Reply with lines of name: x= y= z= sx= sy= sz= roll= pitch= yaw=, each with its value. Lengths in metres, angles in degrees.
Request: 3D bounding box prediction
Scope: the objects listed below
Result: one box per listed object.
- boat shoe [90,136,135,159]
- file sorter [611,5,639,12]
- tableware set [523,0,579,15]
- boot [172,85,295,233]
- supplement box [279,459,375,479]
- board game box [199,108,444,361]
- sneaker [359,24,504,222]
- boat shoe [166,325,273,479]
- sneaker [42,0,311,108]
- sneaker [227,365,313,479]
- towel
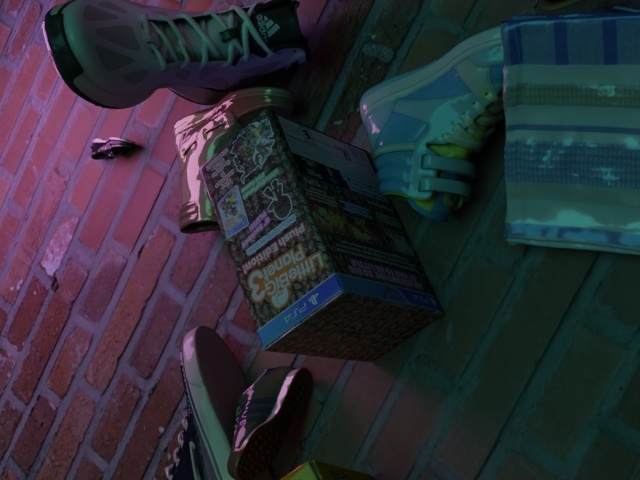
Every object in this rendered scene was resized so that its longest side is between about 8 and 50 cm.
boat shoe: x=-0.394 y=-0.172 z=1.685 sx=0.125 sy=0.046 sz=0.038 roll=3 pitch=81 yaw=42
file sorter: x=0.415 y=-0.279 z=1.032 sx=0.118 sy=0.104 sz=0.170 roll=27 pitch=97 yaw=40
tableware set: x=0.300 y=-0.337 z=1.096 sx=0.128 sy=0.039 sz=0.194 roll=-25 pitch=26 yaw=21
boot: x=-0.140 y=-0.125 z=1.441 sx=0.262 sy=0.095 sz=0.203 roll=-16 pitch=70 yaw=37
supplement box: x=-0.066 y=0.465 z=1.135 sx=0.357 sy=0.195 sz=0.194 roll=-37 pitch=59 yaw=11
board game box: x=0.000 y=0.000 z=1.213 sx=0.141 sy=0.232 sz=0.291 roll=-38 pitch=58 yaw=27
sneaker: x=0.197 y=-0.140 z=1.164 sx=0.319 sy=0.127 sz=0.208 roll=-21 pitch=66 yaw=41
boat shoe: x=-0.182 y=0.309 z=1.349 sx=0.158 sy=0.127 sz=0.340 roll=-31 pitch=63 yaw=21
sneaker: x=-0.175 y=-0.310 z=1.303 sx=0.258 sy=0.447 sz=0.169 roll=-18 pitch=89 yaw=27
sneaker: x=-0.091 y=0.260 z=1.296 sx=0.086 sy=0.064 sz=0.192 roll=4 pitch=48 yaw=41
towel: x=0.308 y=-0.120 z=1.037 sx=0.209 sy=0.034 sz=0.284 roll=7 pitch=112 yaw=32
